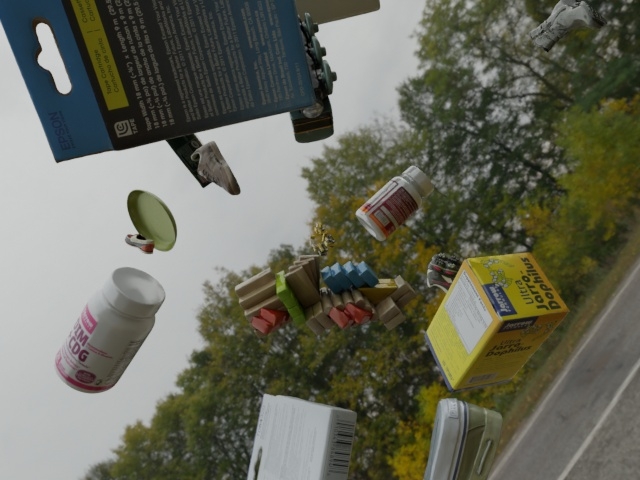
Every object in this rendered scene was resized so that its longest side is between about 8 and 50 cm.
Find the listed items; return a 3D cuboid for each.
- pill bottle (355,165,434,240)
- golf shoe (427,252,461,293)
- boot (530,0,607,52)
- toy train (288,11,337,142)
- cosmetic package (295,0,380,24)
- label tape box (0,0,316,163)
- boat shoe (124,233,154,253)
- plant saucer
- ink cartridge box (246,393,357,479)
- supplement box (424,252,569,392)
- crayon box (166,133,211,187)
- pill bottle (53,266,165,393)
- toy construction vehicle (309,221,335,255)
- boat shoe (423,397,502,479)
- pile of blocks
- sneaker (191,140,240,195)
[{"bbox_3d":[0.222,-0.111,1.494,0.221,0.121,0.121,-42,-19,-4],"label":"pill bottle"},{"bbox_3d":[0.484,0.140,1.662,0.105,0.273,0.120,-32,-41,-52],"label":"golf shoe"},{"bbox_3d":[0.724,-0.620,1.489,0.161,0.084,0.246,-51,23,31],"label":"boot"},{"bbox_3d":[-0.049,-0.396,1.216,0.142,0.333,0.190,-14,-30,-3],"label":"toy train"},{"bbox_3d":[-0.030,-0.960,1.713,0.328,0.329,0.393,-21,-60,-17],"label":"cosmetic package"},{"bbox_3d":[-0.196,-0.258,0.641,0.334,0.106,0.240,-14,-69,-6],"label":"label tape box"},{"bbox_3d":[-0.549,0.002,1.533,0.049,0.137,0.043,-8,-67,-48],"label":"boat shoe"},{"bbox_3d":[-0.578,-0.074,1.754,0.037,0.241,0.240,-41,-22,-44],"label":"plant saucer"},{"bbox_3d":[-0.057,0.494,1.031,0.330,0.072,0.323,-20,56,61],"label":"ink cartridge box"},{"bbox_3d":[0.447,0.224,1.341,0.195,0.194,0.356,-5,-41,-16],"label":"supplement box"},{"bbox_3d":[-0.423,-0.314,1.573,0.081,0.318,0.202,-36,-53,-4],"label":"crayon box"},{"bbox_3d":[-0.497,0.211,1.199,0.283,0.160,0.160,-54,-18,16],"label":"pill bottle"},{"bbox_3d":[0.000,0.000,1.490,0.035,0.098,0.085,-14,-37,-24],"label":"toy construction vehicle"},{"bbox_3d":[0.207,0.385,0.770,0.109,0.094,0.302,-56,-27,-68],"label":"boat shoe"},{"bbox_3d":[0.017,0.114,0.986,0.112,0.363,0.148,-108,14,-66],"label":"pile of blocks"},{"bbox_3d":[-0.245,-0.157,1.181,0.071,0.188,0.066,-29,-40,-5],"label":"sneaker"}]
